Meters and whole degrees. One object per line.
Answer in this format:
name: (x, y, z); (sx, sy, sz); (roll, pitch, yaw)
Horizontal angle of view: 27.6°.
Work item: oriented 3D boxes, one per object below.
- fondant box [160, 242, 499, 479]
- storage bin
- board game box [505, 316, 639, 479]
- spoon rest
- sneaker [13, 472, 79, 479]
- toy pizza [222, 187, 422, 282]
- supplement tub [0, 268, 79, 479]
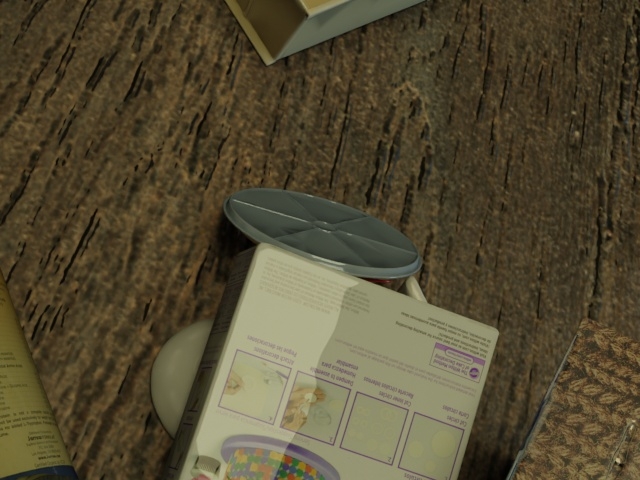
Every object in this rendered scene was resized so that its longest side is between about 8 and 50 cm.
fondant box: (-0.007, 0.196, 1.142); (0.238, 0.096, 0.330); (21, 77, -14)
storage bin: (-0.002, -0.361, 1.431); (0.262, 0.123, 0.260); (-27, 81, -31)
board game box: (0.220, 0.254, 1.141); (0.141, 0.291, 0.232); (25, 58, 12)
spoon rest: (-0.028, 0.116, 1.244); (0.276, 0.084, 0.137); (-20, 75, -16)
sneaker: (-0.238, 0.307, 0.886); (0.182, 0.410, 0.158); (5, 42, -8)
toy pizza: (0.000, 0.000, 1.263); (0.201, 0.032, 0.201); (16, 18, -5)
supplement tub: (-0.334, 0.117, 1.003); (0.228, 0.228, 0.316); (-16, 75, -29)
